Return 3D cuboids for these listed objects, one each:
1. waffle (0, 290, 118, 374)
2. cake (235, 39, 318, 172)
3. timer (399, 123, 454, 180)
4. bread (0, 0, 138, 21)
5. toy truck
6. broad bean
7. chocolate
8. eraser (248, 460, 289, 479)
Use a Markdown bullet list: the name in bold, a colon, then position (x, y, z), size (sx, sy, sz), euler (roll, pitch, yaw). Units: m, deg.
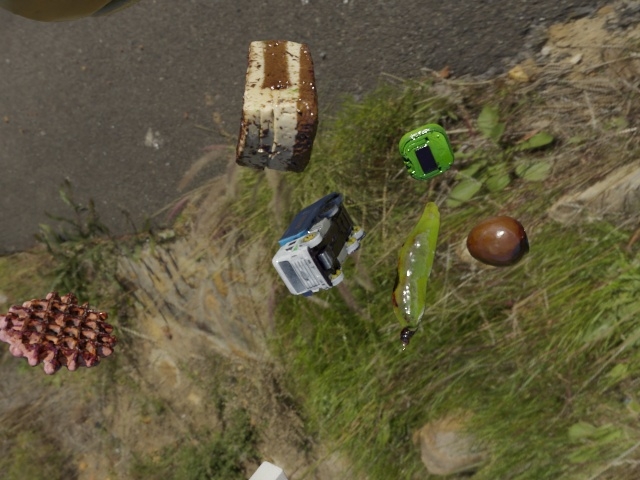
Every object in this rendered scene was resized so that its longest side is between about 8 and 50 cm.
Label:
- **waffle**: position (-0.559, 0.198, 1.206), size (0.234, 0.221, 0.056), euler (32, 116, 17)
- **cake**: position (-0.059, -0.237, 0.839), size (0.112, 0.246, 0.135), euler (7, 159, -8)
- **timer**: position (0.278, -0.227, 1.464), size (0.127, 0.047, 0.140), euler (-22, 120, 13)
- **bread**: position (-0.403, -0.532, 0.908), size (0.375, 0.348, 0.253), euler (-21, 92, 31)
- **toy truck**: position (0.000, 0.000, 1.500), size (0.175, 0.367, 0.146), euler (-22, 109, 28)
- **broad bean**: position (0.202, 0.069, 1.210), size (0.077, 0.061, 0.340), euler (6, 75, 27)
- **chocolate**: position (0.418, 0.005, 1.337), size (0.132, 0.124, 0.127), euler (-21, 137, 8)
- **eraser**: position (-0.058, 0.443, 0.845), size (0.046, 0.092, 0.213), euler (4, 125, 42)
